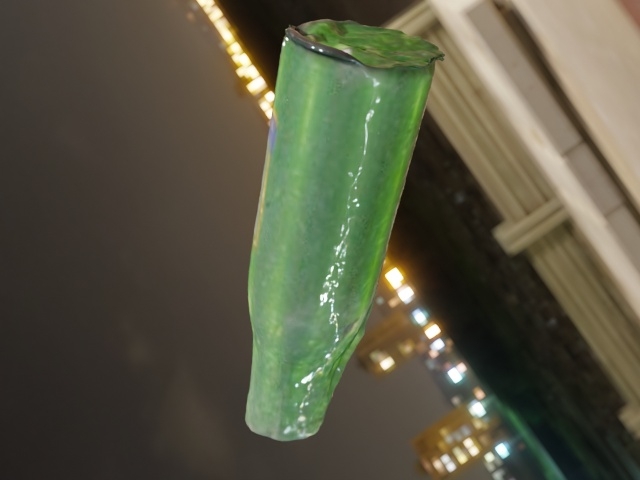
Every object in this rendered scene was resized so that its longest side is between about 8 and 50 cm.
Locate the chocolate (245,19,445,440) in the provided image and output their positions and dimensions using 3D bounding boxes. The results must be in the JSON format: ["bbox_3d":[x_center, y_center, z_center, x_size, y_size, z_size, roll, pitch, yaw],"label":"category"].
[{"bbox_3d":[0.000,0.000,1.017,0.110,0.110,0.291,-122,40,-62],"label":"chocolate"}]
